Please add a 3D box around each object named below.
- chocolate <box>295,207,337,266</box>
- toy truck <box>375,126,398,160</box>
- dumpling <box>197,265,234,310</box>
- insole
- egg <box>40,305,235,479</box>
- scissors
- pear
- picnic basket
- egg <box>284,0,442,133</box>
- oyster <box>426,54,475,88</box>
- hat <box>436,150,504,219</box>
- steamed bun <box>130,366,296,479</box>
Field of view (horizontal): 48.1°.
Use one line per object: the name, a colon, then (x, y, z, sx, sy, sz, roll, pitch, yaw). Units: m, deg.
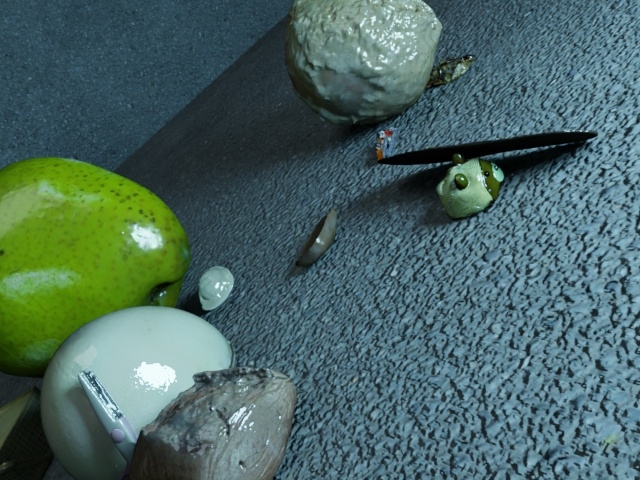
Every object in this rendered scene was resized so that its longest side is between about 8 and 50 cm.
chocolate: (0.000, 0.000, 1.051, 0.064, 0.031, 0.100, -45, 12, 35)
toy truck: (0.110, -0.161, 1.194, 0.032, 0.024, 0.083, -5, 36, 17)
dumpling: (-0.166, 0.073, 1.154, 0.059, 0.043, 0.077, -5, 31, 17)
insole: (0.197, -0.116, 0.920, 0.111, 0.007, 0.328, -1, -1, -40)
egg: (-0.259, 0.169, 0.942, 0.264, 0.174, 0.286, -33, 20, 5)
scissors: (-0.219, 0.220, 0.800, 0.085, 0.176, 0.022, -33, -1, 15)
pear: (-0.354, 0.029, 1.085, 0.318, 0.238, 0.342, -1, 70, 11)
picnic basket: (-0.468, 0.316, 1.096, 0.115, 0.079, 0.164, -31, 24, 21)
egg: (0.069, -0.339, 1.291, 0.310, 0.279, 0.279, 12, 53, 42)
oyster: (0.230, -0.312, 1.288, 0.132, 0.029, 0.086, -24, 27, 38)
hat: (0.180, -0.071, 0.883, 0.076, 0.059, 0.077, -22, 32, 44)
steamed bun: (-0.108, 0.204, 0.737, 0.145, 0.106, 0.175, -17, 29, 41)
